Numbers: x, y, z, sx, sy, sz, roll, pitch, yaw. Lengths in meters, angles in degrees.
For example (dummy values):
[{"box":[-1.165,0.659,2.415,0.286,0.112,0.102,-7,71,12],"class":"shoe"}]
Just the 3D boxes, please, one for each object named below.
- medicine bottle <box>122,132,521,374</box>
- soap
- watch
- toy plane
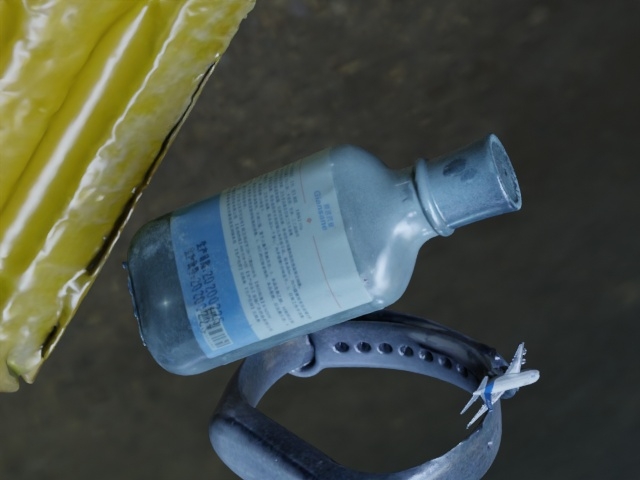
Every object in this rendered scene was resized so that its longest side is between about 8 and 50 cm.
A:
[{"box":[0.000,0.000,0.818,0.209,0.090,0.054,-20,159,18],"class":"medicine bottle"},{"box":[-0.222,-0.092,0.835,0.293,0.156,0.335,12,123,-37],"class":"soap"},{"box":[0.028,0.124,1.165,0.193,0.206,0.068,-36,136,-31],"class":"watch"},{"box":[0.124,0.096,1.068,0.084,0.024,0.078,-22,146,-56],"class":"toy plane"}]
